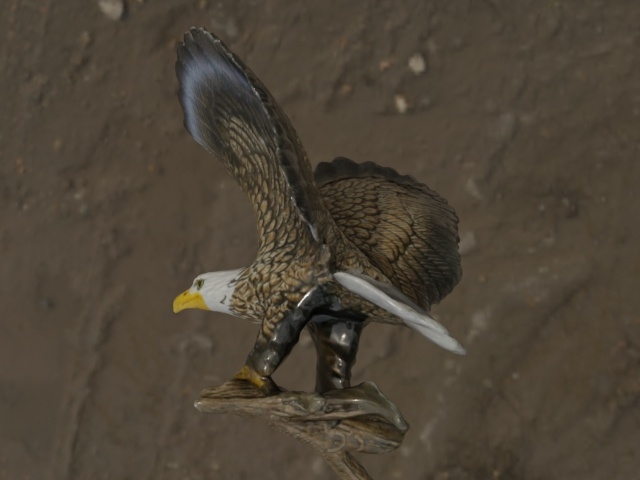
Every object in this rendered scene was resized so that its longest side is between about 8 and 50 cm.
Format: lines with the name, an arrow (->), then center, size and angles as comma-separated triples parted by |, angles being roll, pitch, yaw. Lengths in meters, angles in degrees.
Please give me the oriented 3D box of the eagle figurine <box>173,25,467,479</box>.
eagle figurine -> -0.011, 0.000, 0.927 | 0.225, 0.298, 0.226 | 6, 149, 2
